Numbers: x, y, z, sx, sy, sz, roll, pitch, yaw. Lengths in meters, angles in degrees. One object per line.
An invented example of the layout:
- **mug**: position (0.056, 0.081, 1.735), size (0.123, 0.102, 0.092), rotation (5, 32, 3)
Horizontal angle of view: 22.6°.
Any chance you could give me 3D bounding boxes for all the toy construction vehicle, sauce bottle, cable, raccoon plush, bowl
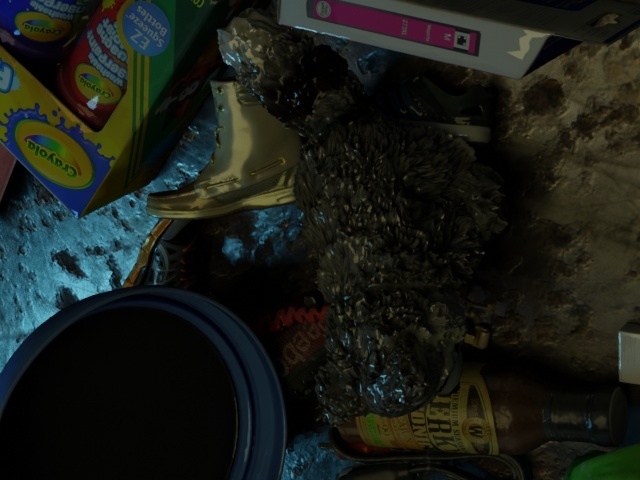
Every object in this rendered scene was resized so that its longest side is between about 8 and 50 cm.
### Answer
- **toy construction vehicle**: position (0.156, 0.089, 1.905), size (0.098, 0.035, 0.085), rotation (24, 119, 21)
- **sauce bottle**: position (0.185, 0.195, 1.883), size (0.344, 0.111, 0.111), rotation (-1, 108, 28)
- **cable**: position (0.121, 0.271, 2.002), size (0.287, 0.072, 0.139), rotation (-11, 85, 21)
- **raccoon plush**: position (0.000, 0.000, 1.751), size (0.446, 0.299, 0.216), rotation (35, 144, -6)
- **bowl**: position (-0.221, 0.243, 1.882), size (0.077, 0.391, 0.391), rotation (12, 117, 55)

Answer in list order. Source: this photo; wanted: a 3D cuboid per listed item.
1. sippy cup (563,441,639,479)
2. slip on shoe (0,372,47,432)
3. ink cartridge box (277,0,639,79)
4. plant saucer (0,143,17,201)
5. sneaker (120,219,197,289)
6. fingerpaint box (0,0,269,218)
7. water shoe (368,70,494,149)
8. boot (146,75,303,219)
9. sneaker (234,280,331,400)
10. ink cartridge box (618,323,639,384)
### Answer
- **sippy cup**: position (0.401, 0.335, 1.738), size (0.224, 0.305, 0.240), rotation (-12, 79, 26)
- **slip on shoe**: position (-0.354, 0.304, 1.943), size (0.101, 0.123, 0.331), rotation (20, 115, 39)
- **ink cartridge box**: position (0.155, -0.238, 1.694), size (0.371, 0.176, 0.069), rotation (14, 115, 26)
- **plant saucer**: position (-0.501, -0.159, 2.166), size (0.259, 0.048, 0.258), rotation (44, 139, 8)
- **sneaker**: position (-0.194, 0.029, 2.072), size (0.083, 0.084, 0.215), rotation (30, 125, 2)
- **fingerpaint box**: position (-0.326, -0.315, 1.959), size (0.445, 0.163, 0.371), rotation (45, 125, 9)
- **water shoe**: position (0.106, -0.155, 1.834), size (0.203, 0.073, 0.080), rotation (12, 90, 25)
- **boot**: position (-0.120, -0.115, 1.942), size (0.213, 0.077, 0.165), rotation (-10, 103, 7)
- **sneaker**: position (-0.009, 0.124, 1.980), size (0.276, 0.098, 0.135), rotation (-18, 98, 36)
- **ink cartridge box**: position (0.391, 0.132, 1.787), size (0.115, 0.029, 0.062), rotation (6, 111, 28)
